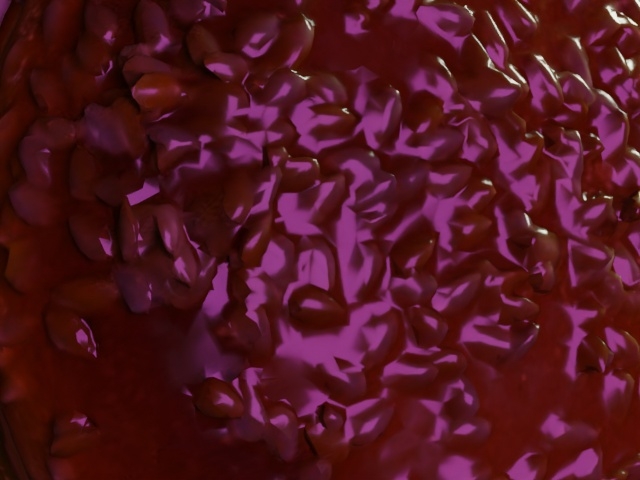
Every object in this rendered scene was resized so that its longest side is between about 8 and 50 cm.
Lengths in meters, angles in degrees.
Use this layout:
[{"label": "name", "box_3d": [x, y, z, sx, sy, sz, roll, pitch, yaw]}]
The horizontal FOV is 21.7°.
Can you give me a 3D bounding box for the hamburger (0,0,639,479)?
[{"label": "hamburger", "box_3d": [0.000, 0.000, 0.522, 0.291, 0.225, 0.291, 4, 81, -29]}]
